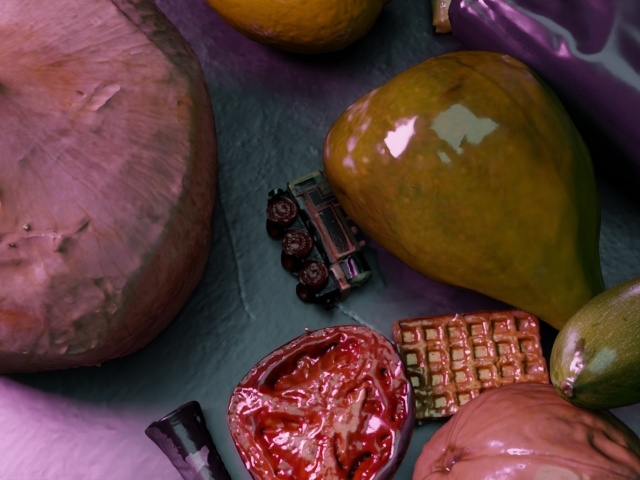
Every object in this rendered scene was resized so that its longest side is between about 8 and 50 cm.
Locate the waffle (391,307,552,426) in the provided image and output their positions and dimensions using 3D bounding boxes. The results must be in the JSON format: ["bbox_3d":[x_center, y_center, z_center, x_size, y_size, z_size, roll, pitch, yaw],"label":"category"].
[{"bbox_3d":[0.145,0.121,0.973,0.148,0.042,0.103,-6,72,-1],"label":"waffle"}]

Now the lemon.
[{"bbox_3d":[-0.031,-0.288,1.037,0.248,0.184,0.184,10,72,0],"label":"lemon"}]

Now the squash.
[{"bbox_3d":[0.348,0.073,0.896,0.395,0.107,0.107,-6,69,-31],"label":"squash"}]

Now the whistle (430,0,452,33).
[{"bbox_3d":[0.132,-0.327,1.102,0.104,0.057,0.198,-6,78,33],"label":"whistle"}]

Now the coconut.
[{"bbox_3d":[-0.274,-0.070,0.874,0.404,0.404,0.405,0,72,1],"label":"coconut"}]

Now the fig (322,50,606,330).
[{"bbox_3d":[0.158,-0.037,0.963,0.233,0.233,0.314,-47,110,-13],"label":"fig"}]

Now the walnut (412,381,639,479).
[{"bbox_3d":[0.192,0.231,0.854,0.227,0.228,0.228,0,72,1],"label":"walnut"}]

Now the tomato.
[{"bbox_3d":[0.012,0.171,0.938,0.174,0.082,0.166,-34,71,-5],"label":"tomato"}]

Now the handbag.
[{"bbox_3d":[0.318,-0.226,1.010,0.302,0.178,0.275,42,89,7],"label":"handbag"}]

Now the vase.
[{"bbox_3d":[-0.095,0.232,0.932,0.059,0.059,0.167,-32,75,-9],"label":"vase"}]

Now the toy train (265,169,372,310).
[{"bbox_3d":[0.000,0.000,1.011,0.087,0.050,0.138,-24,74,-10],"label":"toy train"}]
